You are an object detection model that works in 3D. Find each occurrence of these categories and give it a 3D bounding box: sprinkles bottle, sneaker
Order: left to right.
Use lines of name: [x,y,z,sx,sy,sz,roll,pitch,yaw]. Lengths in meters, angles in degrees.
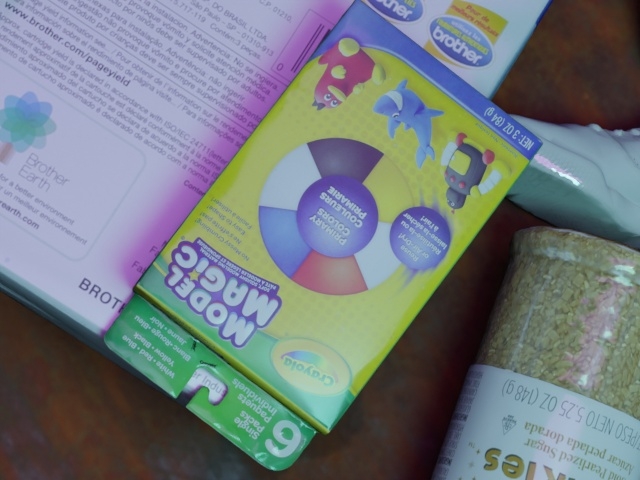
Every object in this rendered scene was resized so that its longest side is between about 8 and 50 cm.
sprinkles bottle: [0.111,0.174,1.152,0.121,0.121,0.355,20,81,-4]
sneaker: [0.194,-0.045,1.215,0.212,0.080,0.094,23,77,-14]

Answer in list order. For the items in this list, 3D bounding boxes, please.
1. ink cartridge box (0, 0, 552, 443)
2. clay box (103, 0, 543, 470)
ink cartridge box: [-0.039,-0.114,1.150,0.270,0.151,0.395,33,82,-4]
clay box: [0.000,0.000,1.045,0.127,0.053,0.222,37,80,-3]
